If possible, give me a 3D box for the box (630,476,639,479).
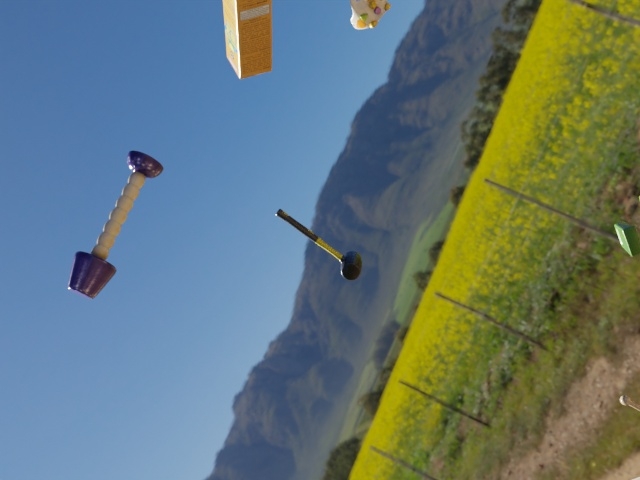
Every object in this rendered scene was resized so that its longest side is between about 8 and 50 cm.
[{"bbox_3d":[0.686,0.519,1.372,0.203,0.114,0.103,-41,-7,37],"label":"box"}]

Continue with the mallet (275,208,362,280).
[{"bbox_3d":[0.000,0.000,1.296,0.039,0.189,0.062,-51,2,20],"label":"mallet"}]

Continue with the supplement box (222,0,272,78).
[{"bbox_3d":[-0.142,-0.429,1.378,0.080,0.078,0.233,-22,-29,-14],"label":"supplement box"}]

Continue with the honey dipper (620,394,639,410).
[{"bbox_3d":[0.619,0.324,1.287,0.030,0.160,0.030,-60,1,2],"label":"honey dipper"}]

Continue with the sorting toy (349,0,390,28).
[{"bbox_3d":[0.086,-0.439,1.298,0.083,0.045,0.075,-53,-36,1],"label":"sorting toy"}]

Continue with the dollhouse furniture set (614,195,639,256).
[{"bbox_3d":[0.456,-0.030,0.893,0.058,0.151,0.076,-47,-63,-75],"label":"dollhouse furniture set"}]

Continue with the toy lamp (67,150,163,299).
[{"bbox_3d":[-0.368,-0.027,1.265,0.080,0.080,0.275,87,-155,-70],"label":"toy lamp"}]
